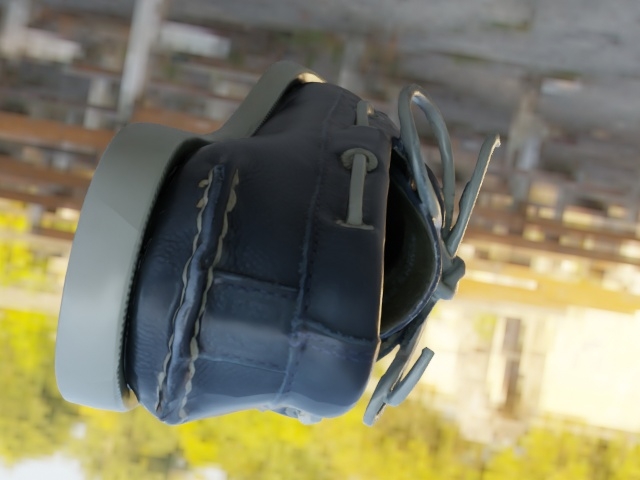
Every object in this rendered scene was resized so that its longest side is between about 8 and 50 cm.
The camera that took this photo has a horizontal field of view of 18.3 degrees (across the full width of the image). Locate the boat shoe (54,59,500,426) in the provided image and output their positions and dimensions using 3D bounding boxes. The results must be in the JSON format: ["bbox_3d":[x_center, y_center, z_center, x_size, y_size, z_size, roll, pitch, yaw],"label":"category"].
[{"bbox_3d":[0.000,0.000,0.541,0.079,0.095,0.254,14,-176,8],"label":"boat shoe"}]
